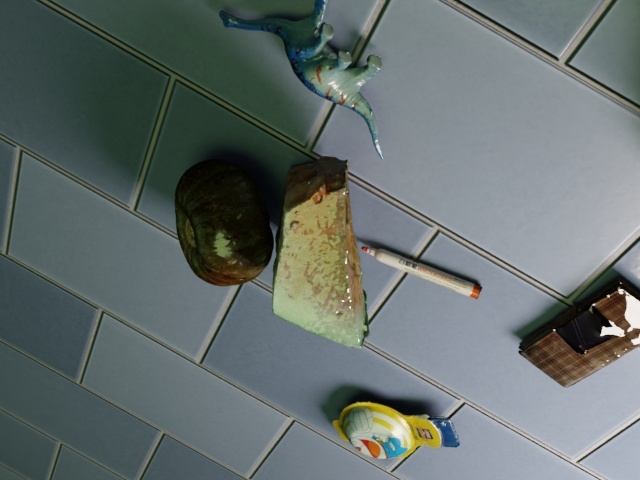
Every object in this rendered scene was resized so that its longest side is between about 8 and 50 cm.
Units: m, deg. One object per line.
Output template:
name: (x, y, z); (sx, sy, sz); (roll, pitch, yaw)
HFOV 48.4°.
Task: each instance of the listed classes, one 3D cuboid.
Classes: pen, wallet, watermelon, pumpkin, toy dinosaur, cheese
pen: (0.173, 0.051, 1.228); (0.218, 0.026, 0.026); (22, 131, 7)
wallet: (0.451, 0.160, 1.185); (0.124, 0.042, 0.230); (35, 133, -9)
watermelon: (-0.014, 0.008, 1.142); (0.151, 0.264, 0.302); (-7, 115, 5)
pumpkin: (-0.153, -0.023, 1.212); (0.219, 0.162, 0.219); (36, 134, 48)
toy dinosaur: (0.004, -0.260, 1.024); (0.329, 0.076, 0.144); (39, 138, -6)
cheese: (0.152, 0.393, 1.476); (0.270, 0.069, 0.177); (-8, 122, 28)
